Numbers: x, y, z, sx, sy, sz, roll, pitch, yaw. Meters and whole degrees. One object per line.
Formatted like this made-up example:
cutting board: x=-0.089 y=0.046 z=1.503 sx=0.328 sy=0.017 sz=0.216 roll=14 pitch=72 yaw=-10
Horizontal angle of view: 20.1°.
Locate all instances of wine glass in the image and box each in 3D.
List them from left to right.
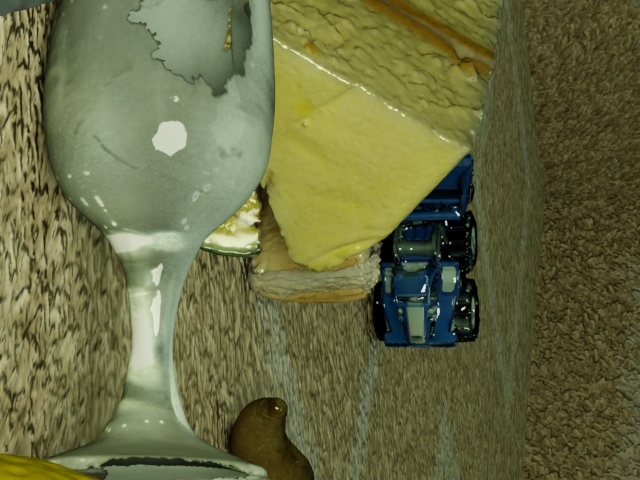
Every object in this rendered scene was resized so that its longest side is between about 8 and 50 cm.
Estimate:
wine glass: x=-0.093 y=-0.014 z=1.009 sx=0.143 sy=0.143 sz=0.321 roll=37 pitch=52 yaw=-74

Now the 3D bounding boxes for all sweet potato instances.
sweet potato: x=-0.034 y=0.186 z=1.438 sx=0.249 sy=0.059 sz=0.069 roll=70 pitch=10 yaw=-67

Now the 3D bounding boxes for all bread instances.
bread: x=-0.017 y=-0.140 z=1.375 sx=0.198 sy=0.236 sz=0.263 roll=-47 pitch=-165 yaw=34
bread: x=0.000 y=0.000 z=1.481 sx=0.082 sy=0.106 sz=0.125 roll=67 pitch=21 yaw=-45

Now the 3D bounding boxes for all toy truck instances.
toy truck: x=0.107 y=0.011 z=1.944 sx=0.126 sy=0.113 sz=0.208 roll=-10 pitch=98 yaw=-76

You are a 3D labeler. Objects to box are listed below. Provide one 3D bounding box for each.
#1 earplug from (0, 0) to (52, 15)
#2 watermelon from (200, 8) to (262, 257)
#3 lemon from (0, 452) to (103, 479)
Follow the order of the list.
earplug: x=-0.153 y=-0.267 z=0.697 sx=0.185 sy=0.185 sz=0.324 roll=66 pitch=21 yaw=-61
watermelon: x=-0.087 y=-0.073 z=1.144 sx=0.075 sy=0.092 sz=0.181 roll=101 pitch=-19 yaw=-85
lemon: x=-0.121 y=0.195 z=0.610 sx=0.267 sy=0.267 sz=0.267 roll=-1 pitch=90 yaw=-77
